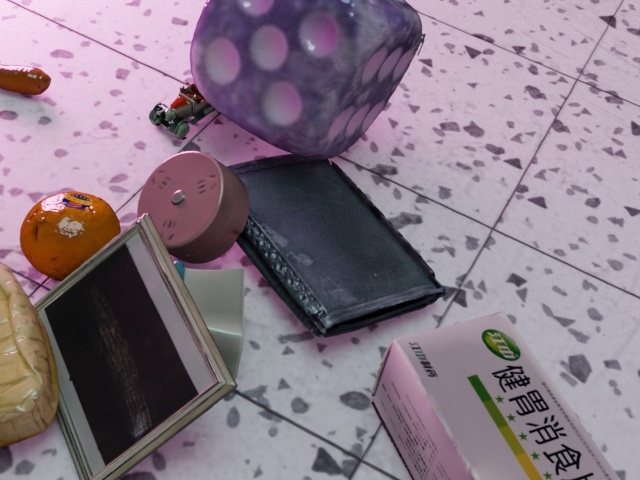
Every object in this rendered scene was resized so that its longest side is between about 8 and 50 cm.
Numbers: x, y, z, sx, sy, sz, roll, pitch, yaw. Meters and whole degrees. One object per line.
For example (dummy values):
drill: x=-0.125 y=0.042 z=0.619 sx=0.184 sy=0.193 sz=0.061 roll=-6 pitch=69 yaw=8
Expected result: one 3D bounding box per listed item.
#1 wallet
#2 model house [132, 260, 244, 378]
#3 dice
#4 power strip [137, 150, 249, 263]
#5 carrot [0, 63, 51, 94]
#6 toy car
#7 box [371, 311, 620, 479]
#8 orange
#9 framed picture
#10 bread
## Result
wallet: x=0.000 y=0.000 z=1.396 sx=0.237 sy=0.075 sz=0.342 roll=-17 pitch=51 yaw=-34
model house: x=-0.175 y=0.105 z=1.235 sx=0.148 sy=0.100 sz=0.127 roll=6 pitch=46 yaw=-10
dice: x=-0.022 y=-0.306 z=1.486 sx=0.271 sy=0.270 sz=0.270 roll=36 pitch=23 yaw=13
power strip: x=-0.183 y=-0.048 z=1.342 sx=0.154 sy=0.078 sz=0.154 roll=-11 pitch=66 yaw=26
carrot: x=-0.550 y=-0.277 z=1.555 sx=0.216 sy=0.048 sz=0.048 roll=11 pitch=46 yaw=5
toy car: x=-0.217 y=-0.226 z=1.569 sx=0.073 sy=0.054 sz=0.143 roll=34 pitch=48 yaw=20
box: x=0.211 y=0.257 z=1.150 sx=0.173 sy=0.145 sz=0.333 roll=-10 pitch=50 yaw=-24
orange: x=-0.344 y=-0.004 z=1.291 sx=0.135 sy=0.118 sz=0.135 roll=18 pitch=24 yaw=-9
framed picture: x=-0.249 y=0.132 z=1.154 sx=0.231 sy=0.018 sz=0.293 roll=-39 pitch=56 yaw=7
bread: x=-0.399 y=0.142 z=1.139 sx=0.140 sy=0.106 sz=0.236 roll=-20 pitch=56 yaw=-12
